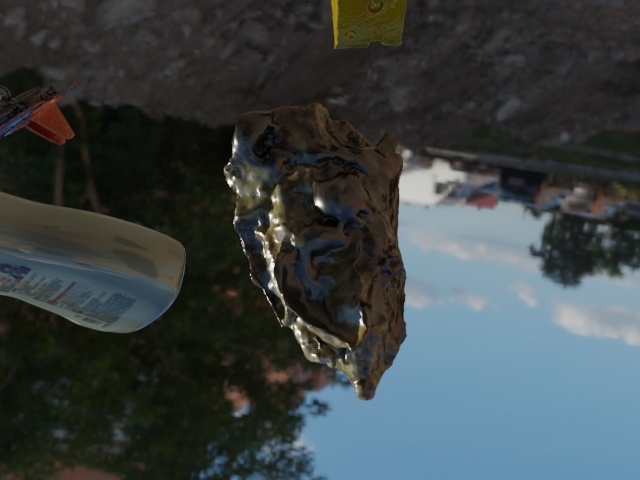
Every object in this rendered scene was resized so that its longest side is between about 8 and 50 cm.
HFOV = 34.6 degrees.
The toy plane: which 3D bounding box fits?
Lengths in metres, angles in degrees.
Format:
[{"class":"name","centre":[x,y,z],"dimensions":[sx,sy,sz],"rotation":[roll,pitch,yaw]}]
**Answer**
[{"class":"toy plane","centre":[-0.289,-0.085,0.842],"dimensions":[0.189,0.061,0.130],"rotation":[-25,-172,-27]}]

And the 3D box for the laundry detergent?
[{"class":"laundry detergent","centre":[-0.424,0.022,1.488],"dimensions":[0.398,0.124,0.264],"rotation":[20,151,-28]}]

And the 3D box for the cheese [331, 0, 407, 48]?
[{"class":"cheese","centre":[0.060,-0.318,1.276],"dimensions":[0.093,0.171,0.126],"rotation":[-6,-146,-7]}]

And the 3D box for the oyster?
[{"class":"oyster","centre":[-0.002,0.011,1.224],"dimensions":[0.221,0.361,0.096],"rotation":[-2,175,-4]}]
